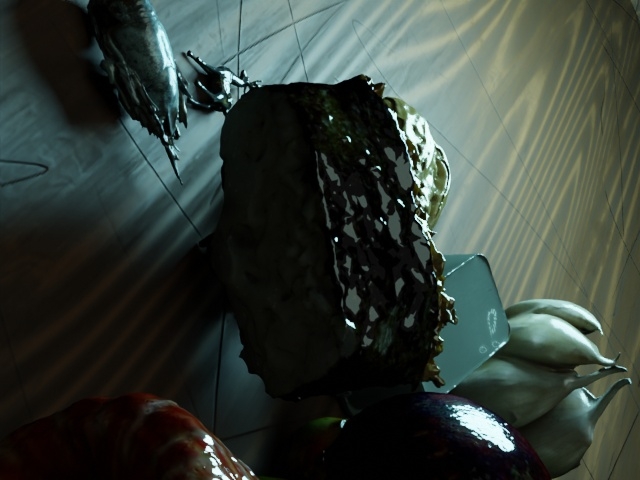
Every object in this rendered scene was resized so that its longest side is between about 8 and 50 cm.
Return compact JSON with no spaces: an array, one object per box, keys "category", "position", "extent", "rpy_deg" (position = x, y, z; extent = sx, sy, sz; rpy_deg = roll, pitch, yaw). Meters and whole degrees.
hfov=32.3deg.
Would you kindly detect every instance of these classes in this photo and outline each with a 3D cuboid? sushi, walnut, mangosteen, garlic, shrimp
[{"category":"sushi","position":[0.000,0.000,1.190],"extent":[0.207,0.234,0.349],"rpy_deg":[-4,84,-38]},{"category":"walnut","position":[0.062,-0.069,1.383],"extent":[0.198,0.198,0.245],"rpy_deg":[42,47,-36]},{"category":"mangosteen","position":[0.079,0.292,1.158],"extent":[0.359,0.306,0.306],"rpy_deg":[34,45,-12]},{"category":"garlic","position":[0.301,0.203,1.558],"extent":[0.237,0.292,0.210],"rpy_deg":[-47,113,-9]},{"category":"shrimp","position":[-0.188,-0.168,1.180],"extent":[0.090,0.079,0.233],"rpy_deg":[-29,103,-51]}]

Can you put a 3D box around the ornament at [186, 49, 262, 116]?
[{"category":"ornament","position":[-0.110,-0.179,1.330],"extent":[0.125,0.028,0.073],"rpy_deg":[21,58,-47]}]

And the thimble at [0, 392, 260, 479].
[{"category":"thimble","position":[-0.155,0.283,0.774],"extent":[0.231,0.350,0.350],"rpy_deg":[52,39,-29]}]

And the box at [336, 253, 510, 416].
[{"category":"box","position":[0.122,0.110,1.388],"extent":[0.243,0.135,0.163],"rpy_deg":[-28,104,-44]}]
